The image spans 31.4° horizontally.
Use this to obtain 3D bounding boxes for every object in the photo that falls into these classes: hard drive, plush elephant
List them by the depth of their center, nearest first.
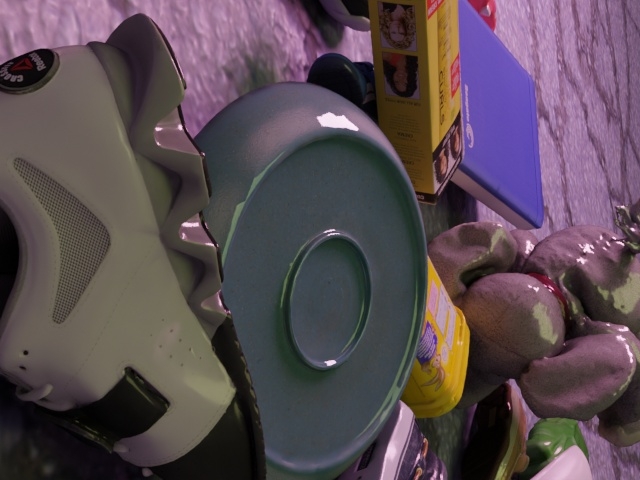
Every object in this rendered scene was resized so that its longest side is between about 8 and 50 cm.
[{"bbox_3d":[0.239,0.099,1.268,0.272,0.255,0.330,53,-31,29],"label":"plush elephant"},{"bbox_3d":[0.199,-0.147,1.352,0.318,0.040,0.210,24,61,-61],"label":"hard drive"}]

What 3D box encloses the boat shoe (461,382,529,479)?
[{"bbox_3d":[0.219,0.248,1.341,0.072,0.068,0.190,49,35,-14],"label":"boat shoe"}]

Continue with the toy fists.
[{"bbox_3d":[0.326,0.380,1.544,0.142,0.096,0.279,-48,126,-67],"label":"toy fists"}]

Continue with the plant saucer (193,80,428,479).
[{"bbox_3d":[-0.006,0.043,0.838,0.317,0.043,0.318,-10,103,-50],"label":"plant saucer"}]

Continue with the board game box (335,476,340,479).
[{"bbox_3d":[0.013,0.342,0.930,0.145,0.027,0.281,0,83,-65],"label":"board game box"}]

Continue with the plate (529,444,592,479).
[{"bbox_3d":[0.278,0.426,1.371,0.277,0.045,0.278,-22,105,-45],"label":"plate"}]

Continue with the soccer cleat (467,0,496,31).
[{"bbox_3d":[0.150,-0.329,1.353,0.248,0.083,0.095,50,36,-47],"label":"soccer cleat"}]

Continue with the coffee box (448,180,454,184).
[{"bbox_3d":[0.178,-0.157,1.410,0.184,0.040,0.113,-58,135,-55],"label":"coffee box"}]

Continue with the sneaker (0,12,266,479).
[{"bbox_3d":[-0.122,0.051,0.619,0.122,0.146,0.330,44,-29,55],"label":"sneaker"}]

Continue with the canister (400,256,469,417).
[{"bbox_3d":[0.081,0.072,1.099,0.126,0.073,0.170,-76,147,-40],"label":"canister"}]

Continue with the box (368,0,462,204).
[{"bbox_3d":[0.091,-0.152,1.049,0.087,0.058,0.232,-55,148,-43],"label":"box"}]

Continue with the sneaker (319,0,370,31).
[{"bbox_3d":[0.050,-0.310,1.026,0.101,0.153,0.268,-72,146,-42],"label":"sneaker"}]

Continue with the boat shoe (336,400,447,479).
[{"bbox_3d":[0.054,0.214,0.911,0.083,0.065,0.183,52,37,-16],"label":"boat shoe"}]

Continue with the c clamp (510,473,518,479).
[{"bbox_3d":[0.220,0.301,1.418,0.160,0.022,0.137,30,62,-63],"label":"c clamp"}]

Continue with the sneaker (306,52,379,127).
[{"bbox_3d":[0.024,-0.143,1.053,0.144,0.053,0.059,49,45,-66],"label":"sneaker"}]
